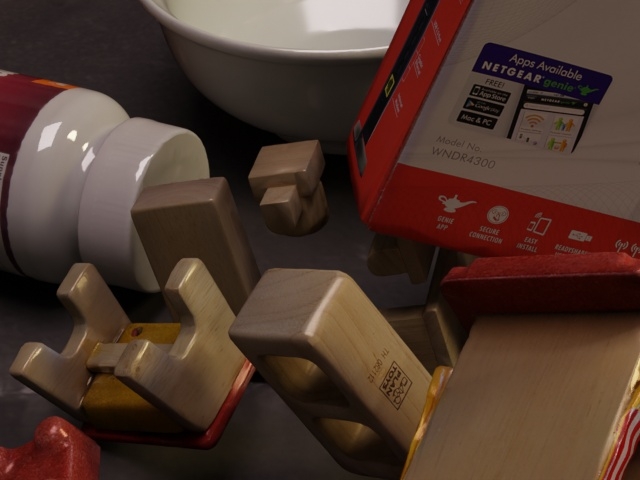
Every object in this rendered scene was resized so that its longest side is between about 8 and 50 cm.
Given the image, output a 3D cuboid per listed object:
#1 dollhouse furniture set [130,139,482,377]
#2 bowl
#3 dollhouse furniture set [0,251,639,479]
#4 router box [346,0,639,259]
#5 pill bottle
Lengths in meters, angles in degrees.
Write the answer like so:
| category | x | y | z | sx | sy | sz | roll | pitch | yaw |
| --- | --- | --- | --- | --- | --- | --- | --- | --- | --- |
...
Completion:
| category | x | y | z | sx | sy | sz | roll | pitch | yaw |
| --- | --- | --- | --- | --- | --- | --- | --- | --- | --- |
| dollhouse furniture set | 0.000 | 0.000 | 0.887 | 0.151 | 0.144 | 0.123 | -7 | 31 | 19 |
| bowl | 0.022 | -0.152 | 1.064 | 0.298 | 0.134 | 0.298 | -2 | 39 | 2 |
| dollhouse furniture set | 0.000 | 0.130 | 0.714 | 0.374 | 0.152 | 0.201 | -2 | 48 | 41 |
| router box | 0.221 | -0.107 | 0.772 | 0.335 | 0.301 | 0.082 | 13 | 35 | -17 |
| pill bottle | -0.188 | -0.041 | 0.949 | 0.221 | 0.121 | 0.121 | 13 | 41 | 21 |
